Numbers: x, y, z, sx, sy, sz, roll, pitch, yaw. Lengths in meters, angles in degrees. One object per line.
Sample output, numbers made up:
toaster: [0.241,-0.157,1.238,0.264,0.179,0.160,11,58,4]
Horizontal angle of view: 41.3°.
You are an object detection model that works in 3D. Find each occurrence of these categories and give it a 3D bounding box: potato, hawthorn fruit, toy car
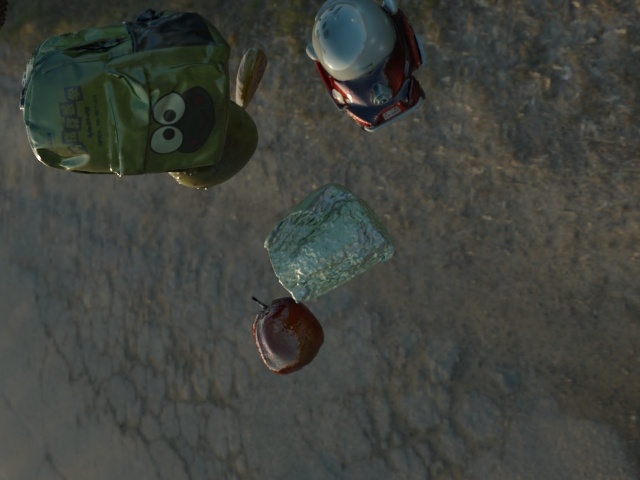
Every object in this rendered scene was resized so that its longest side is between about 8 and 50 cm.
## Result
potato: [-0.254,-0.222,1.757,0.210,0.307,0.173,-40,64,4]
hawthorn fruit: [-0.087,0.195,1.879,0.194,0.157,0.157,52,141,-3]
toy car: [0.042,-0.189,0.852,0.112,0.112,0.139,-28,61,14]

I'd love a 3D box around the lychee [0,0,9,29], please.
lychee: [-0.726,-0.494,1.725,0.188,0.188,0.188,-2,88,57]

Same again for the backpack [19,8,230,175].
backpack: [-0.234,-0.174,1.032,0.140,0.253,0.207,-121,29,-42]

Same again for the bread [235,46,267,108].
bread: [-0.163,-0.364,1.916,0.154,0.054,0.136,-45,-27,-83]

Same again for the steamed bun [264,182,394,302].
steamed bun: [0.000,0.000,1.651,0.225,0.170,0.200,-39,41,12]
